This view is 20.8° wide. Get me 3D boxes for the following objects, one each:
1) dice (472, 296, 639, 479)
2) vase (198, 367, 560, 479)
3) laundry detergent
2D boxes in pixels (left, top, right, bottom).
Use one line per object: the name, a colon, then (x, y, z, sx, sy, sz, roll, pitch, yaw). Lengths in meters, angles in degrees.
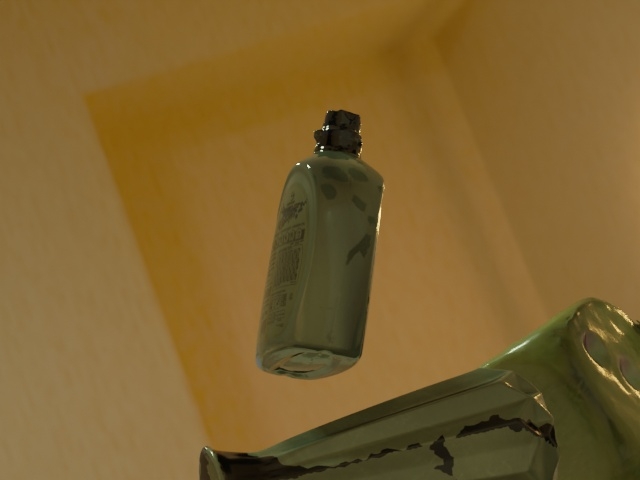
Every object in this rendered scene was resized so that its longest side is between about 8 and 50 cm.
dice: (0.341, 0.244, 2.401, 0.254, 0.252, 0.249, -39, -8, 37)
vase: (0.062, 0.237, 1.794, 0.360, 0.165, 0.165, -10, -12, -18)
laundry detergent: (0.000, 0.000, 1.885, 0.105, 0.281, 0.215, 9, -16, -12)
